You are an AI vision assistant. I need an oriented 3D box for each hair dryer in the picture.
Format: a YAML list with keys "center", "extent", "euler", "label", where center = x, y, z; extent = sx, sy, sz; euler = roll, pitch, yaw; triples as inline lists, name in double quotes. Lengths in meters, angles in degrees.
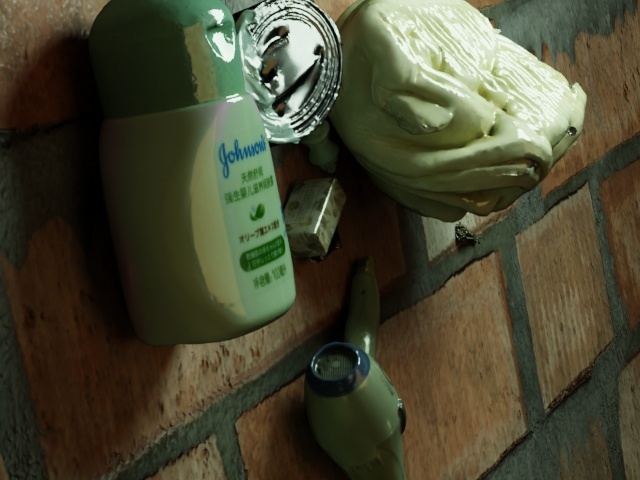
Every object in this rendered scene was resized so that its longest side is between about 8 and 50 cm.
- center: [0.066, 0.207, 1.927]
  extent: [0.298, 0.119, 0.295]
  euler: [-67, 149, -61]
  label: "hair dryer"

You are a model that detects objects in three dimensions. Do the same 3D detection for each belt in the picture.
- center: [-0.057, -0.184, 1.727]
  extent: [0.151, 0.078, 0.198]
  euler: [49, 54, -24]
  label: "belt"

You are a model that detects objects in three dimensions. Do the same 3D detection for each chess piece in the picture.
- center: [-0.010, -0.132, 1.877]
  extent: [0.149, 0.059, 0.059]
  euler: [64, 34, -42]
  label: "chess piece"

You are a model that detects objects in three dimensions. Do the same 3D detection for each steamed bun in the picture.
- center: [0.150, -0.144, 1.977]
  extent: [0.394, 0.237, 0.346]
  euler: [17, 38, -36]
  label: "steamed bun"

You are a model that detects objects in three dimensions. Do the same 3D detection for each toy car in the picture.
- center: [0.000, 0.000, 1.895]
  extent: [0.093, 0.025, 0.041]
  euler: [-34, 113, -62]
  label: "toy car"

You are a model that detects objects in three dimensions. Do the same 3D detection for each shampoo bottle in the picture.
- center: [-0.132, -0.081, 1.542]
  extent: [0.222, 0.151, 0.349]
  euler: [-24, 106, -58]
  label: "shampoo bottle"

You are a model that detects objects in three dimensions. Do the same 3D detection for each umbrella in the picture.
- center: [0.217, -0.009, 2.301]
  extent: [0.031, 0.020, 0.083]
  euler: [52, 17, 26]
  label: "umbrella"

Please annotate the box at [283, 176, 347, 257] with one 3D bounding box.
- center: [-0.012, -0.027, 1.841]
  extent: [0.045, 0.062, 0.098]
  euler: [59, 36, -40]
  label: "box"
